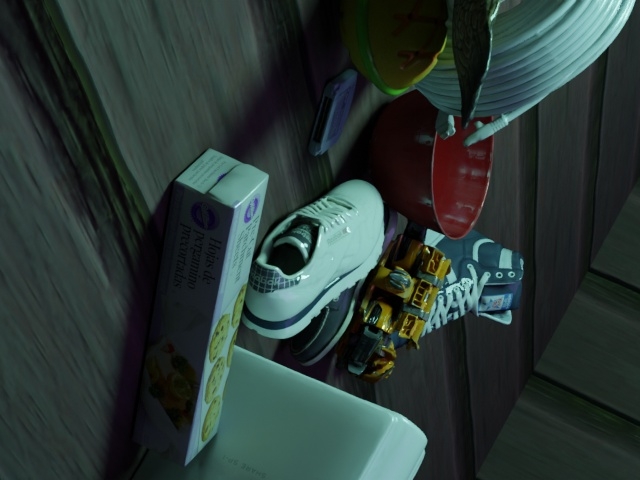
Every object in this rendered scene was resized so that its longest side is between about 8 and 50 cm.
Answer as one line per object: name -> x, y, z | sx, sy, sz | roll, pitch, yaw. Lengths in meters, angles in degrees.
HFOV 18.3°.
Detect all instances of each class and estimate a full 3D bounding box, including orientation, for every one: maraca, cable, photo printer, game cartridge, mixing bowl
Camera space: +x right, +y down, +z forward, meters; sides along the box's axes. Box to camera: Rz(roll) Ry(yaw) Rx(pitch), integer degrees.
maraca -> 0.065, -0.226, 1.877 | 0.127, 0.099, 0.186 | -51, 138, -47
cable -> 0.192, -0.240, 2.010 | 0.257, 0.257, 0.089 | -32, 128, 12
photo printer -> -0.072, 0.274, 1.926 | 0.308, 0.256, 0.107 | -60, 145, -13
game cartridge -> 0.013, -0.130, 2.000 | 0.056, 0.017, 0.083 | -35, 147, -54
mixing bowl -> 0.114, -0.096, 2.181 | 0.181, 0.098, 0.181 | -31, 125, -59

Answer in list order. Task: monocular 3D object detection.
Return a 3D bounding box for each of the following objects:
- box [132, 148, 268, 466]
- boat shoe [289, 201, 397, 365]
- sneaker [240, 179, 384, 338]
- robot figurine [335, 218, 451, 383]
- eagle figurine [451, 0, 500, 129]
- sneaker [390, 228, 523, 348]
box -> -0.113, 0.068, 1.810 | 0.067, 0.063, 0.324 | -48, 157, -49
boat shoe -> 0.009, 0.040, 2.211 | 0.065, 0.075, 0.206 | 24, 100, -32
sneaker -> 0.000, 0.000, 2.043 | 0.235, 0.090, 0.095 | -52, 151, -42
robot figurine -> 0.085, 0.073, 2.319 | 0.291, 0.085, 0.211 | 118, -5, -78
eagle figurine -> 0.149, -0.280, 1.806 | 0.298, 0.226, 0.225 | -44, 167, -20
sneaker -> 0.161, 0.080, 2.546 | 0.282, 0.153, 0.099 | -50, 158, -42
